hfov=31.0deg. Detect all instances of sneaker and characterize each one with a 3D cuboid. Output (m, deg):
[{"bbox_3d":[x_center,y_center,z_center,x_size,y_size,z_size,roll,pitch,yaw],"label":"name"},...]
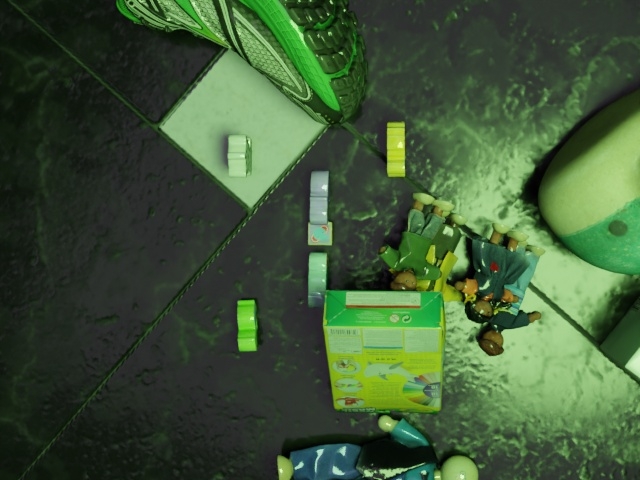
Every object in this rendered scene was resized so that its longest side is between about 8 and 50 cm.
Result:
[{"bbox_3d":[-0.094,-0.233,1.069,0.343,0.134,0.146,45,120,-3],"label":"sneaker"}]

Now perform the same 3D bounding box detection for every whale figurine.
[{"bbox_3d":[0.321,-0.071,0.985,0.272,0.216,0.141,-35,98,27],"label":"whale figurine"}]

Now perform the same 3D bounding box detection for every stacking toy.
[{"bbox_3d":[0.000,0.000,1.092,0.167,0.052,0.221,-1,93,4],"label":"stacking toy"}]

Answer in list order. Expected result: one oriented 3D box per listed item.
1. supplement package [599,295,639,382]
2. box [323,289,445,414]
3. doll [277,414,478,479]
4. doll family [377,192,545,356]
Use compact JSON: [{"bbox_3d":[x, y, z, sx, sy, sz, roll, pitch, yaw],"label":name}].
[{"bbox_3d":[0.396,0.126,1.028,0.244,0.134,0.139,38,94,2],"label":"supplement package"},{"bbox_3d":[0.060,0.109,1.052,0.105,0.179,0.043,1,53,5],"label":"box"},{"bbox_3d":[0.056,0.233,1.101,0.189,0.046,0.129,-6,87,-2],"label":"doll"},{"bbox_3d":[0.132,0.037,1.053,0.193,0.076,0.111,20,82,-15],"label":"doll family"}]
